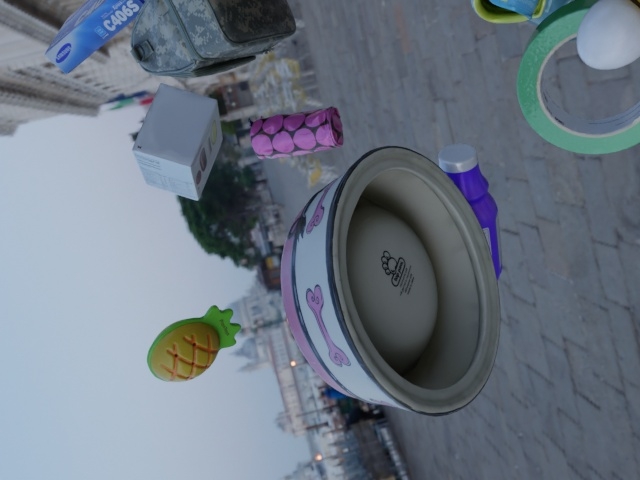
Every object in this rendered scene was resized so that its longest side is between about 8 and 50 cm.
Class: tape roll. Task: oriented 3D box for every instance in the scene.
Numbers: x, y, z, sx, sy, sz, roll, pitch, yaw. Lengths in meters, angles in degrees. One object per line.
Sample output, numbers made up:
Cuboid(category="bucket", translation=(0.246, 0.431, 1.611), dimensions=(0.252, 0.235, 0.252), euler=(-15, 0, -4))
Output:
Cuboid(category="tape roll", translation=(0.573, -0.336, 1.523), dimensions=(0.077, 0.321, 0.321), euler=(-60, -35, -50))

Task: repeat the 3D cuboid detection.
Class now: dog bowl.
Cuboid(category="dog bowl", translation=(0.108, 0.070, 1.147), dimensions=(0.150, 0.407, 0.408), euler=(-18, 86, 43))

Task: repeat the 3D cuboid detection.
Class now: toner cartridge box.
Cuboid(category="toner cartridge box", translation=(-0.527, -0.556, 1.801), dimensions=(0.075, 0.347, 0.165), euler=(41, -136, -31))

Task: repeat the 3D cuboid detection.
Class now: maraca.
Cuboid(category="maraca", translation=(-0.236, 0.194, 1.377), dimensions=(0.099, 0.185, 0.127), euler=(43, 160, 48))

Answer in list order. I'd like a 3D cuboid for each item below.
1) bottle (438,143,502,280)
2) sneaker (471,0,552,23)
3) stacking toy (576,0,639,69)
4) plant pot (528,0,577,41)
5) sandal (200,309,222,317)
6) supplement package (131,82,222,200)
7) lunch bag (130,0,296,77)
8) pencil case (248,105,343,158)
Cuboid(category="bottle", translation=(0.263, -0.039, 1.339), dimensions=(0.092, 0.118, 0.283), euler=(-62, -34, -46))
Cuboid(category="sneaker", translation=(0.316, -0.426, 1.009), dimensions=(0.319, 0.127, 0.208), euler=(127, 157, -56))
Cuboid(category="stacking toy", translation=(0.606, -0.470, 1.178), dimensions=(0.350, 0.480, 0.351), euler=(33, -155, -18))
Cuboid(category="plant pot", translation=(0.562, -0.620, 1.744), dimensions=(0.272, 0.271, 0.255), euler=(82, 162, -62))
Cuboid(category="sandal", translation=(-0.294, 0.206, 1.660), dimensions=(0.072, 0.180, 0.049), euler=(35, 153, 43))
Cuboid(category="supplement package", translation=(-0.345, -0.239, 1.818), dimensions=(0.203, 0.149, 0.194), euler=(99, -172, -71))
Cuboid(category="lunch bag", translation=(-0.239, -0.471, 1.605), dimensions=(0.305, 0.256, 0.213), euler=(-35, -77, -54))
Cuboid(category="pencil case", translation=(-0.049, -0.235, 1.578), dimensions=(0.095, 0.209, 0.098), euler=(54, -138, -49))
